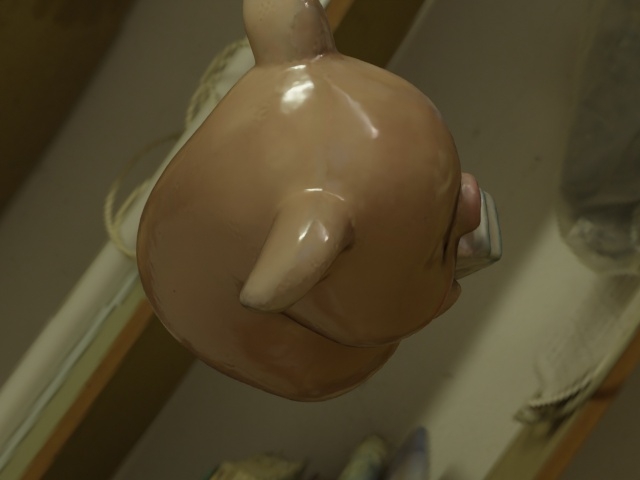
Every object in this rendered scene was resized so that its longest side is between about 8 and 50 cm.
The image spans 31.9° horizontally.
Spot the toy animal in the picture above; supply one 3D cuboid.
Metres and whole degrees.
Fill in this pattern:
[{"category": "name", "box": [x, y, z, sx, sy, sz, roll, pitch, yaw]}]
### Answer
[{"category": "toy animal", "box": [0.003, -0.002, 0.682, 0.256, 0.213, 0.195, -44, 44, 53]}]
